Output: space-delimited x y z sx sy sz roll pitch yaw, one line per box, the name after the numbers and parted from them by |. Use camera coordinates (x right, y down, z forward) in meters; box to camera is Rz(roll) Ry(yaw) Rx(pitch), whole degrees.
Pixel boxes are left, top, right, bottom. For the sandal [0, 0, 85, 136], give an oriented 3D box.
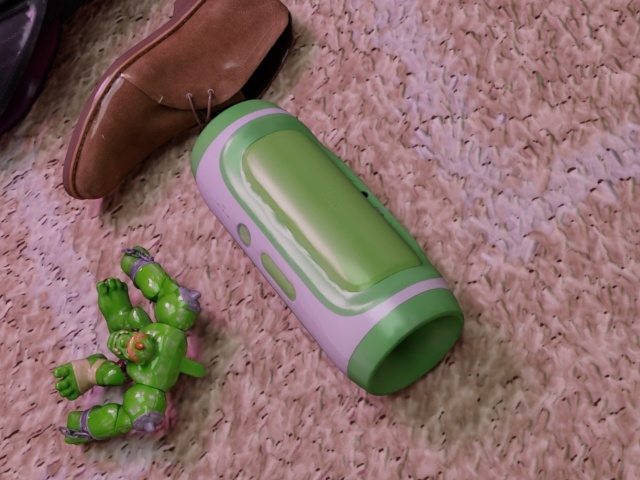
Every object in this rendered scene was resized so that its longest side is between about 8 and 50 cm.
-0.338 -0.211 1.229 0.446 0.167 0.107 -44 88 -5 | sandal

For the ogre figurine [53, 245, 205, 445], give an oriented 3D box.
-0.177 0.105 1.076 0.118 0.097 0.197 6 53 39 | ogre figurine

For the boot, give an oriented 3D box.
-0.147 -0.152 1.170 0.115 0.112 0.305 35 79 16 | boot

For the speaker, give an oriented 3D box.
0.000 0.000 1.041 0.131 0.131 0.296 -40 62 -1 | speaker
